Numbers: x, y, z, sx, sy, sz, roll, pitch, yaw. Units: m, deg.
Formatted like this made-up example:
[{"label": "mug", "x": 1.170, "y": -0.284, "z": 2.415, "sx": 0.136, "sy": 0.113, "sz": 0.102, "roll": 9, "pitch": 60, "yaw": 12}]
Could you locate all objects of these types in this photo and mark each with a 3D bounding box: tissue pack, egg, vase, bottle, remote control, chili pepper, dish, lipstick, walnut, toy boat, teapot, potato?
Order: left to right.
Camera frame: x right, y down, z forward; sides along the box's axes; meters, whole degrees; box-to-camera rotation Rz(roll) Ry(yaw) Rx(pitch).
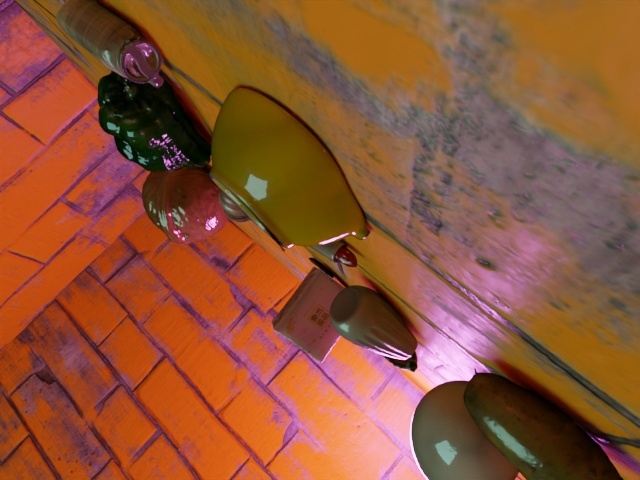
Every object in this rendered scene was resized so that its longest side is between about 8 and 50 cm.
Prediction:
[{"label": "teapot", "x": -0.342, "y": -0.324, "z": 0.716, "sx": 0.200, "sy": 0.077, "sz": 0.107, "roll": 39, "pitch": 174, "yaw": 25}, {"label": "chili pepper", "x": -0.363, "y": -0.232, "z": 0.947, "sx": 0.213, "sy": 0.167, "sz": 0.385, "roll": 44, "pitch": 172, "yaw": 5}, {"label": "walnut", "x": -0.478, "y": -0.140, "z": 1.529, "sx": 0.333, "sy": 0.333, "sz": 0.333, "roll": 42, "pitch": 171, "yaw": 8}, {"label": "bottle", "x": -0.201, "y": -0.101, "z": 1.073, "sx": 0.110, "sy": 0.097, "sz": 0.209, "roll": 46, "pitch": 171, "yaw": -1}, {"label": "dish", "x": -0.061, "y": -0.070, "z": 0.585, "sx": 0.221, "sy": 0.108, "sz": 0.262, "roll": 35, "pitch": 168, "yaw": 47}, {"label": "tissue pack", "x": -0.008, "y": 0.223, "z": 1.300, "sx": 0.185, "sy": 0.225, "sz": 0.124, "roll": 38, "pitch": 175, "yaw": -10}, {"label": "lipstick", "x": 0.001, "y": -0.001, "z": 0.831, "sx": 0.186, "sy": 0.057, "sz": 0.063, "roll": 32, "pitch": 167, "yaw": 29}, {"label": "remote control", "x": 0.004, "y": 0.083, "z": 1.326, "sx": 0.096, "sy": 0.014, "sz": 0.039, "roll": 37, "pitch": 171, "yaw": 25}, {"label": "vase", "x": 0.134, "y": 0.203, "z": 0.995, "sx": 0.248, "sy": 0.128, "sz": 0.128, "roll": 38, "pitch": 175, "yaw": -32}, {"label": "toy boat", "x": 0.200, "y": 0.296, "z": 1.229, "sx": 0.229, "sy": 0.089, "sz": 0.088, "roll": 40, "pitch": -175, "yaw": 38}, {"label": "egg", "x": 0.305, "y": 0.419, "z": 0.902, "sx": 0.230, "sy": 0.230, "sz": 0.371, "roll": 37, "pitch": 164, "yaw": 32}, {"label": "potato", "x": 0.321, "y": 0.291, "z": 0.631, "sx": 0.251, "sy": 0.113, "sz": 0.149, "roll": 48, "pitch": -178, "yaw": 25}]
